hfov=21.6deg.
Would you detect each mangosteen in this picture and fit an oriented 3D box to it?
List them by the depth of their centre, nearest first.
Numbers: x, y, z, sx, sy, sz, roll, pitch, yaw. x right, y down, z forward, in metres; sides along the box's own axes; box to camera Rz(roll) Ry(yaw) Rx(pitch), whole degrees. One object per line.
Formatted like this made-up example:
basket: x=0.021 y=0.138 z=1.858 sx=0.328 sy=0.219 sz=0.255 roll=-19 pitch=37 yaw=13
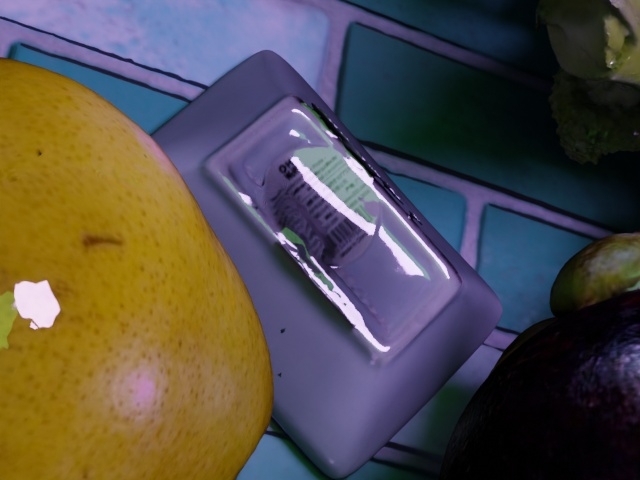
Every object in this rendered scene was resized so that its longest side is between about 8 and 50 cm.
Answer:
mangosteen: x=0.213 y=0.146 z=0.964 sx=0.300 sy=0.300 sz=0.300 roll=9 pitch=67 yaw=-21

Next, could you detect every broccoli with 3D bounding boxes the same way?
broccoli: x=0.224 y=-0.092 z=1.103 sx=0.254 sy=0.186 sz=0.302 roll=56 pitch=41 yaw=-8

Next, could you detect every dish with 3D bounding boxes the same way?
dish: x=0.000 y=0.000 z=1.036 sx=0.243 sy=0.080 sz=0.182 roll=48 pitch=59 yaw=0

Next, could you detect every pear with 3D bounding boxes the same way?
pear: x=-0.162 y=0.053 z=0.831 sx=0.336 sy=0.285 sz=0.285 roll=5 pitch=68 yaw=-24
